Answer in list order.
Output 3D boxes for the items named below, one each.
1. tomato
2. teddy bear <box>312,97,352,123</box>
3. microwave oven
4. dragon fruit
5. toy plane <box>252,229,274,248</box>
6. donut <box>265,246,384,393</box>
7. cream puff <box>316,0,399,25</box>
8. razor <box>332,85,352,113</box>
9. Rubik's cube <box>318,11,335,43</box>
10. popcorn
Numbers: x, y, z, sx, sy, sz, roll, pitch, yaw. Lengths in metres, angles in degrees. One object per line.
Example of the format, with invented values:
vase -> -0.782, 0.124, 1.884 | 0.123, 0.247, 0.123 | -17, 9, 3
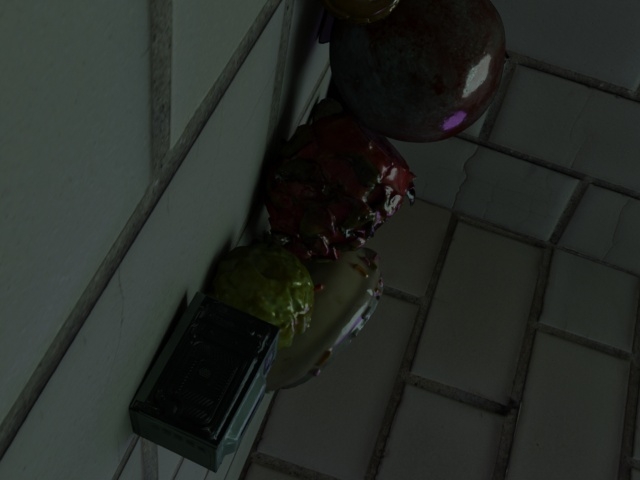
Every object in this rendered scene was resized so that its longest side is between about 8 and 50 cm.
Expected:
tomato -> 0.167, -0.326, 1.530 | 0.282, 0.317, 0.317 | -26, 153, -24
teddy bear -> 0.054, -0.200, 1.963 | 0.140, 0.190, 0.177 | -75, -175, -48
microwave oven -> -0.165, 0.206, 1.301 | 0.122, 0.162, 0.208 | 101, 14, -59
dragon fruit -> 0.018, -0.090, 1.660 | 0.291, 0.250, 0.269 | -48, 175, 18
toy plane -> -0.116, 0.014, 1.771 | 0.111, 0.040, 0.102 | -65, 174, -56
donut -> -0.038, 0.132, 1.795 | 0.382, 0.142, 0.383 | -40, -163, 15
cream puff -> 0.054, -0.412, 1.354 | 0.115, 0.150, 0.165 | -116, -175, -66
razor -> 0.076, -0.325, 2.159 | 0.204, 0.113, 0.349 | -60, 169, -53
Rubik's cube -> 0.102, -0.430, 1.675 | 0.211, 0.178, 0.191 | 56, 57, -83
popcorn -> -0.107, 0.099, 1.508 | 0.212, 0.198, 0.198 | -23, -144, 48
